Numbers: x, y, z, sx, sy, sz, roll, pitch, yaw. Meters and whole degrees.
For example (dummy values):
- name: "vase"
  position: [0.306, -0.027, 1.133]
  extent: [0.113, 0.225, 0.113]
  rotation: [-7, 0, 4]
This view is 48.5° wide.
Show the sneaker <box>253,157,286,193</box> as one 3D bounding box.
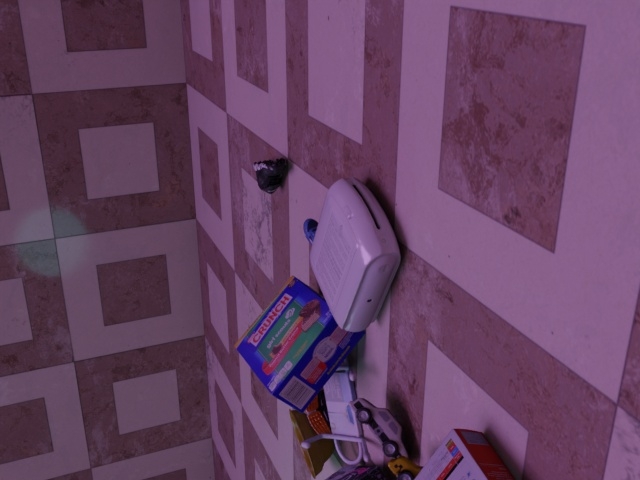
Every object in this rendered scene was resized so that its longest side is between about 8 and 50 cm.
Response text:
- name: "sneaker"
  position: [-0.149, -0.197, 2.193]
  extent: [0.234, 0.078, 0.106]
  rotation: [-166, 66, -71]

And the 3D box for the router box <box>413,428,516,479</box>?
- name: "router box"
  position: [0.247, 0.566, 1.270]
  extent: [0.336, 0.082, 0.301]
  rotation: [-59, 35, 21]

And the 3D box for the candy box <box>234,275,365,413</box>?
- name: "candy box"
  position: [-0.064, 0.264, 1.899]
  extent: [0.122, 0.268, 0.317]
  rotation: [40, 176, -26]

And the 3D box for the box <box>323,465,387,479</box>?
- name: "box"
  position: [0.078, 0.673, 1.817]
  extent: [0.142, 0.163, 0.247]
  rotation: [60, 156, 5]

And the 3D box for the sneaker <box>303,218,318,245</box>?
- name: "sneaker"
  position: [0.000, 0.000, 1.921]
  extent: [0.144, 0.053, 0.059]
  rotation: [65, 156, 15]

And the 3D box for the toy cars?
- name: "toy cars"
  position: [0.192, 0.471, 1.568]
  extent: [0.176, 0.087, 0.394]
  rotation: [50, 179, -33]

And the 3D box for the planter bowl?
- name: "planter bowl"
  position: [-0.016, 0.593, 2.130]
  extent: [0.217, 0.090, 0.217]
  rotation: [162, 90, -78]

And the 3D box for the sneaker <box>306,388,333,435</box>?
- name: "sneaker"
  position: [-0.008, 0.463, 2.108]
  extent: [0.121, 0.099, 0.263]
  rotation: [78, 171, -65]

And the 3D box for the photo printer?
- name: "photo printer"
  position: [0.077, 0.026, 1.653]
  extent: [0.308, 0.107, 0.256]
  rotation: [106, 148, -46]

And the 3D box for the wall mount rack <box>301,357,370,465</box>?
- name: "wall mount rack"
  position: [0.049, 0.445, 1.882]
  extent: [0.304, 0.130, 0.350]
  rotation: [-12, 89, 50]
